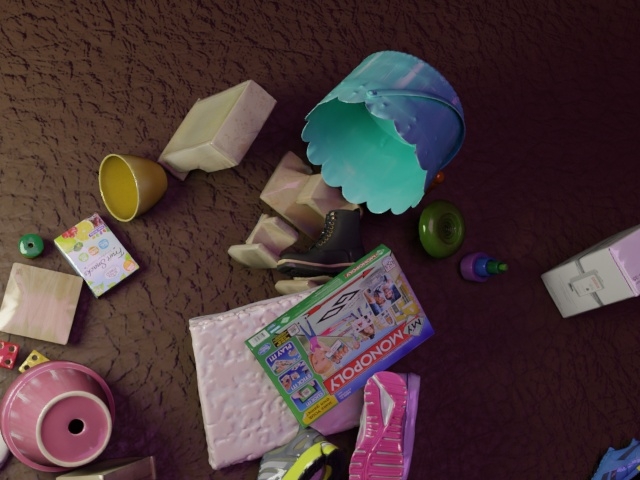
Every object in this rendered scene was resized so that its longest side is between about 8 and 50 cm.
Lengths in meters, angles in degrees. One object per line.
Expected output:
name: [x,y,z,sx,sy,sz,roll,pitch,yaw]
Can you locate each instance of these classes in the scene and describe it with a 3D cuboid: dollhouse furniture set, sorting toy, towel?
dollhouse furniture set: [-0.367,0.520,1.583,0.212,0.161,0.242,-8,86,20]
dollhouse furniture set: [-0.095,-0.121,1.833,0.394,0.256,0.362,39,69,-25]
sorting toy: [0.275,-0.042,1.853,0.365,0.126,0.127,47,63,-26]
towel: [-0.076,0.258,1.722,0.332,0.053,0.317,-13,110,-18]
sorting toy: [-0.535,0.132,1.701,0.132,0.046,0.274,13,73,-12]

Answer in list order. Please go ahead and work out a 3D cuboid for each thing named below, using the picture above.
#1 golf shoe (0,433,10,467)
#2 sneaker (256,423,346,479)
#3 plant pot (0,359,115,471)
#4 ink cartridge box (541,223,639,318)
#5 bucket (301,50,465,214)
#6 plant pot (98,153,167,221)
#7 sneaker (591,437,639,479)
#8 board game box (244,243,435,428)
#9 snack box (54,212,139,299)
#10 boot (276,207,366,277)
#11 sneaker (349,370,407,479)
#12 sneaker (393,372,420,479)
golf shoe: [-0.613,0.402,1.591,0.069,0.086,0.176,36,68,-2]
sneaker: [-0.085,0.475,1.698,0.300,0.121,0.111,-43,129,0]
plant pot: [-0.453,0.318,1.579,0.201,0.180,0.201,1,88,-26]
ink cartridge box: [0.640,0.052,1.913,0.207,0.283,0.117,-27,84,-20]
bucket: [0.124,-0.204,1.673,0.281,0.281,0.183,40,61,-2]
plant pot: [-0.362,-0.112,1.779,0.095,0.134,0.134,-18,80,-43]
sneaker: [0.619,0.502,1.918,0.209,0.069,0.082,-32,53,-12]
board game box: [0.043,0.182,1.690,0.317,0.046,0.213,-35,117,-10]
snack box: [-0.439,0.029,1.757,0.100,0.037,0.141,-37,88,-20]
boot: [0.000,0.000,1.704,0.198,0.077,0.137,5,77,-40]
sneaker: [0.119,0.379,1.713,0.103,0.111,0.252,11,82,9]
sneaker: [0.144,0.393,1.807,0.091,0.094,0.258,6,70,7]
